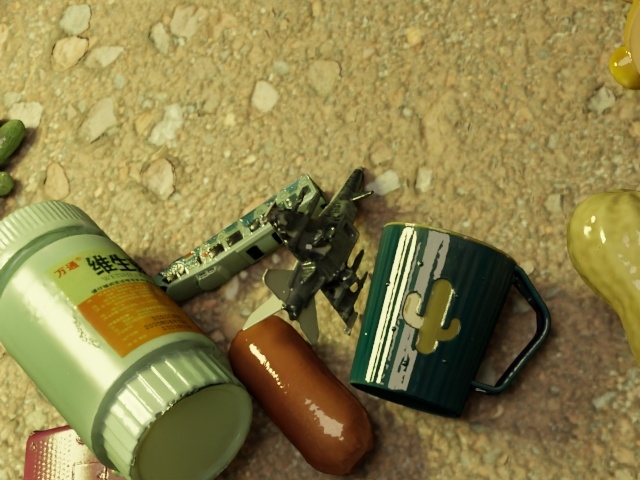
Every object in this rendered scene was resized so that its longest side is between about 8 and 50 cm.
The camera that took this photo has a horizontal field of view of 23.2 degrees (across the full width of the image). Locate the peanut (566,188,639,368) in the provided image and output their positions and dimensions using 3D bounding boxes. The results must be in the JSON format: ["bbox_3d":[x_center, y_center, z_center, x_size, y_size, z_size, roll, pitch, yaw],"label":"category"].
[{"bbox_3d":[0.311,0.051,1.362,0.123,0.123,0.256,-34,58,7],"label":"peanut"}]

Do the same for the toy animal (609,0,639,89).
[{"bbox_3d":[0.344,-0.232,1.465,0.165,0.149,0.248,-14,74,2],"label":"toy animal"}]

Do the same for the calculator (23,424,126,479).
[{"bbox_3d":[-0.217,0.238,1.567,0.190,0.034,0.126,-10,63,19],"label":"calculator"}]

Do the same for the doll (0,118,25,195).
[{"bbox_3d":[-0.401,-0.085,1.772,0.115,0.077,0.150,21,66,19],"label":"doll"}]

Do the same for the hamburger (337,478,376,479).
[{"bbox_3d":[0.009,0.327,1.345,0.282,0.155,0.245,-41,27,39],"label":"hamburger"}]

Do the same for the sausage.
[{"bbox_3d":[-0.019,0.147,1.495,0.077,0.077,0.194,-45,58,0],"label":"sausage"}]

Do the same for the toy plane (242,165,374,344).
[{"bbox_3d":[0.009,0.002,1.518,0.082,0.160,0.234,-5,41,46],"label":"toy plane"}]

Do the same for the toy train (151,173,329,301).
[{"bbox_3d":[-0.086,0.005,1.603,0.207,0.043,0.047,-32,58,8],"label":"toy train"}]

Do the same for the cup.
[{"bbox_3d":[0.119,0.083,1.443,0.176,0.131,0.155,19,80,3],"label":"cup"}]

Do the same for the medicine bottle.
[{"bbox_3d":[-0.209,0.105,1.532,0.158,0.158,0.318,-47,52,-1],"label":"medicine bottle"}]
